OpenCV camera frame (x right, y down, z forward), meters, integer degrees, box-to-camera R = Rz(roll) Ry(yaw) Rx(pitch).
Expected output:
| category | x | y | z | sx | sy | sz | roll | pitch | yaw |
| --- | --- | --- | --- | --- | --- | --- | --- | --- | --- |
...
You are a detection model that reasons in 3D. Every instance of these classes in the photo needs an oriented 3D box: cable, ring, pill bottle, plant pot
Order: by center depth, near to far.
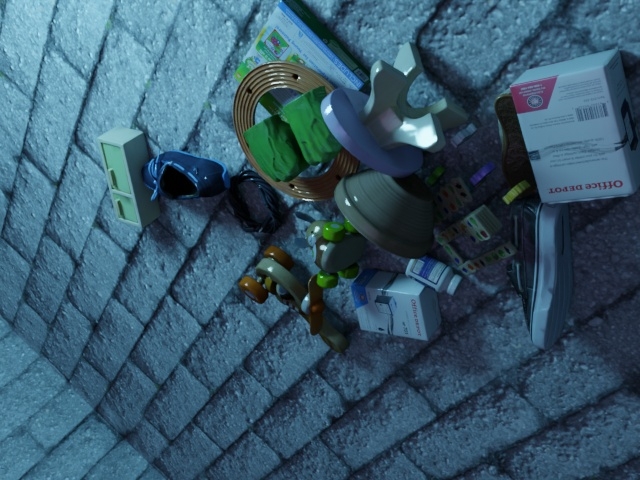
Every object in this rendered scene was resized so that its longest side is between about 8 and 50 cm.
| category | x | y | z | sx | sy | sz | roll | pitch | yaw |
| --- | --- | --- | --- | --- | --- | --- | --- | --- | --- |
| plant pot | 0.155 | -0.081 | 1.535 | 0.237 | 0.237 | 0.110 | 39 | 118 | 7 |
| ring | -0.053 | -0.242 | 1.649 | 0.336 | 0.032 | 0.337 | 20 | 131 | 25 |
| pill bottle | 0.262 | 0.078 | 1.691 | 0.120 | 0.067 | 0.067 | 28 | 133 | 18 |
| cable | -0.170 | -0.095 | 1.902 | 0.150 | 0.047 | 0.184 | 13 | 126 | 32 |

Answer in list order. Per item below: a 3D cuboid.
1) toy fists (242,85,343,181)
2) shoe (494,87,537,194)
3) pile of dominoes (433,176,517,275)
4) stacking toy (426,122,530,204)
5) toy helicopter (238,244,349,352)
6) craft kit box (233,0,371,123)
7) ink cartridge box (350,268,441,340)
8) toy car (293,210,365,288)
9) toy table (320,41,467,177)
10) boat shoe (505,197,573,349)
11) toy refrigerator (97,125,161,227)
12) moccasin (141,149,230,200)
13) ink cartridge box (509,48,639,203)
| category | x | y | z | sx | sy | sz | roll | pitch | yaw |
| --- | --- | --- | --- | --- | --- | --- | --- | --- | --- |
| toy fists | -0.045 | -0.216 | 1.574 | 0.279 | 0.096 | 0.142 | -21 | 96 | 45 |
| shoe | 0.383 | -0.191 | 1.419 | 0.076 | 0.058 | 0.219 | -2 | 122 | 27 |
| pile of dominoes | 0.289 | -0.016 | 1.550 | 0.196 | 0.040 | 0.251 | 50 | 160 | 2 |
| stacking toy | 0.305 | -0.112 | 1.483 | 0.167 | 0.052 | 0.221 | 50 | 153 | 11 |
| toy helicopter | -0.030 | 0.174 | 1.923 | 0.355 | 0.140 | 0.235 | 49 | 158 | -26 |
| craft kit box | -0.043 | -0.358 | 1.616 | 0.250 | 0.061 | 0.246 | 46 | 134 | 0 |
| ink cartridge box | 0.183 | 0.155 | 1.796 | 0.190 | 0.082 | 0.140 | 6 | 124 | 35 |
| toy car | 0.000 | 0.000 | 1.791 | 0.188 | 0.149 | 0.155 | 27 | 122 | 35 |
| toy table | 0.151 | -0.246 | 1.439 | 0.161 | 0.274 | 0.252 | -34 | 63 | 36 |
| boat shoe | 0.445 | 0.062 | 1.525 | 0.119 | 0.121 | 0.335 | 13 | 116 | 38 |
| toy refrigerator | -0.541 | -0.175 | 2.090 | 0.102 | 0.094 | 0.270 | 16 | 129 | 27 |
| moccasin | -0.382 | -0.171 | 1.935 | 0.342 | 0.117 | 0.138 | 2 | 115 | 46 |
| ink cartridge box | 0.462 | -0.197 | 1.319 | 0.172 | 0.100 | 0.237 | -5 | 116 | 39 |
